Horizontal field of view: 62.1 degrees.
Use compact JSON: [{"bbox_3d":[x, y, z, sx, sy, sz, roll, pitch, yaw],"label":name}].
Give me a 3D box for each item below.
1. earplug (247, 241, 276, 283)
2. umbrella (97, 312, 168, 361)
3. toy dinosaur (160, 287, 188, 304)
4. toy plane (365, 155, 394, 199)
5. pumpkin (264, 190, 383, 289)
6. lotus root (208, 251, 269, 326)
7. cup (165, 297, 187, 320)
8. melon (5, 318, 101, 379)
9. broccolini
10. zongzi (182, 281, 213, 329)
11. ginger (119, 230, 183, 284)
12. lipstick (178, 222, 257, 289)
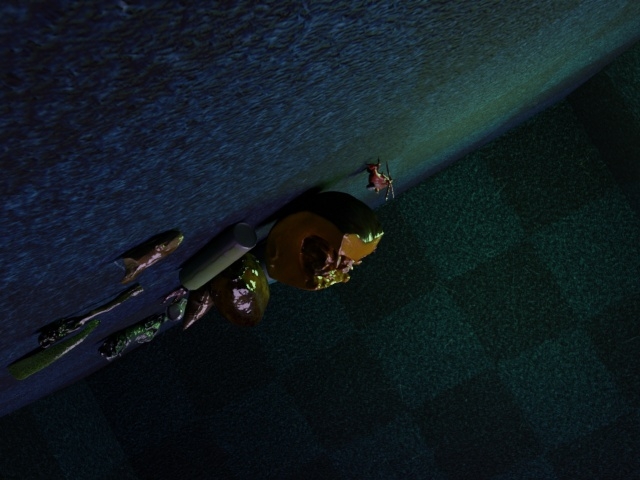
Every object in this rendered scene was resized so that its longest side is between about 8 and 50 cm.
[{"bbox_3d":[-0.196,0.091,1.947,0.324,0.185,0.185,-26,179,26],"label":"earplug"},{"bbox_3d":[-0.767,0.396,2.244,0.143,0.094,0.349,-27,-179,30],"label":"umbrella"},{"bbox_3d":[-0.500,0.188,1.911,0.108,0.032,0.220,-35,177,29],"label":"toy dinosaur"},{"bbox_3d":[0.167,-0.181,1.565,0.077,0.126,0.194,-2,-174,15],"label":"toy plane"},{"bbox_3d":[0.000,0.000,1.504,0.225,0.256,0.303,-17,144,-58],"label":"pumpkin"},{"bbox_3d":[-0.263,0.171,1.784,0.196,0.179,0.397,-53,161,-26],"label":"lotus root"},{"bbox_3d":[-0.612,0.291,2.309,0.104,0.074,0.116,-59,178,6],"label":"cup"},{"bbox_3d":[-0.722,0.297,1.468,0.261,0.053,0.114,-29,-176,-2],"label":"melon"},{"bbox_3d":[-0.541,0.164,1.248,0.254,0.071,0.058,-36,138,-28],"label":"broccolini"},{"bbox_3d":[-0.416,0.213,1.889,0.198,0.099,0.194,-64,171,12],"label":"zongzi"},{"bbox_3d":[-0.309,0.025,0.960,0.137,0.044,0.057,-35,148,-9],"label":"ginger"},{"bbox_3d":[-0.270,0.046,1.367,0.304,0.076,0.076,-34,175,43],"label":"lipstick"}]
